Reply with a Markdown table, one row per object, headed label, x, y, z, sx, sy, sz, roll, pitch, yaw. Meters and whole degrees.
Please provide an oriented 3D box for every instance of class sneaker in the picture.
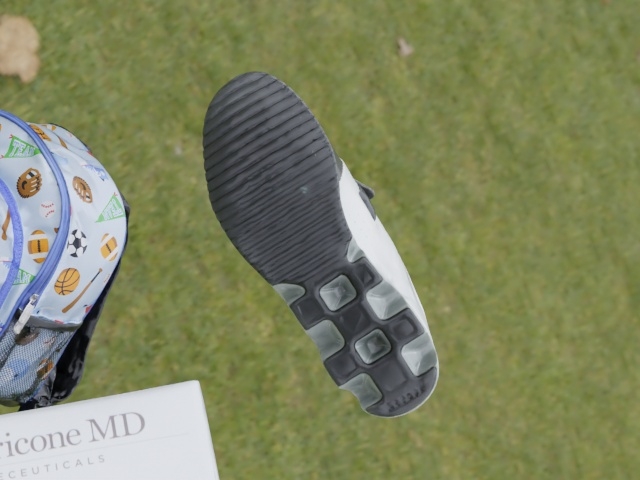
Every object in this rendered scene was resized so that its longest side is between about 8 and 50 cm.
| label | x | y | z | sx | sy | sz | roll | pitch | yaw |
| --- | --- | --- | --- | --- | --- | --- | --- | --- | --- |
| sneaker | 0.000 | 0.000 | 1.335 | 0.331 | 0.122 | 0.146 | 63 | 11 | -3 |

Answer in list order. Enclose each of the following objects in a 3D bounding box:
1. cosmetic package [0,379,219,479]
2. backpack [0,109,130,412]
| label | x | y | z | sx | sy | sz | roll | pitch | yaw |
| --- | --- | --- | --- | --- | --- | --- | --- | --- | --- |
| cosmetic package | -0.121 | 0.194 | 0.772 | 0.151 | 0.151 | 0.184 | -9 | 65 | -11 |
| backpack | -0.332 | 0.002 | 1.455 | 0.276 | 0.263 | 0.213 | 42 | 7 | 24 |
